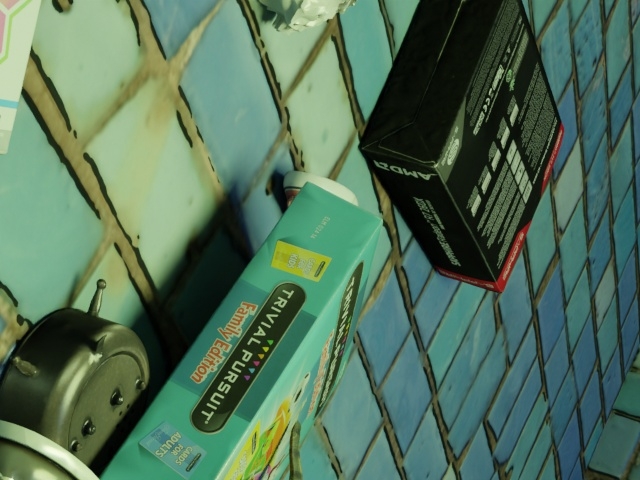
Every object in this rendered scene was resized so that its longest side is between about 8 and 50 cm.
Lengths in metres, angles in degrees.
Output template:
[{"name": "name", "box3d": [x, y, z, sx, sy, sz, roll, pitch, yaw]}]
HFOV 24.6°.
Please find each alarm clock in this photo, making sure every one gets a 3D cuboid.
[{"name": "alarm clock", "box3d": [-0.176, 0.135, 1.079, 0.129, 0.064, 0.192, -47, 148, -46]}]

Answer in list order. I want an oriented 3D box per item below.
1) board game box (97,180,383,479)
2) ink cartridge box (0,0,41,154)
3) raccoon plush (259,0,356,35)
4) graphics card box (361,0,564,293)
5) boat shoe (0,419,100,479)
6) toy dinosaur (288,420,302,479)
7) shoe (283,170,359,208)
[{"name": "board game box", "box3d": [-0.070, 0.154, 1.218, 0.336, 0.079, 0.254, -56, 167, -33]}, {"name": "ink cartridge box", "box3d": [-0.206, -0.158, 0.812, 0.109, 0.062, 0.209, 4, 101, -65]}, {"name": "raccoon plush", "box3d": [0.184, -0.274, 1.298, 0.446, 0.299, 0.216, -59, 153, -30]}, {"name": "graphics card box", "box3d": [0.171, -0.113, 1.634, 0.233, 0.094, 0.371, -67, 157, -13]}, {"name": "boat shoe", "box3d": [-0.198, 0.236, 1.035, 0.305, 0.109, 0.091, 83, 28, -49]}, {"name": "toy dinosaur", "box3d": [-0.067, 0.274, 1.150, 0.268, 0.064, 0.118, -56, 161, -45]}, {"name": "shoe", "box3d": [0.000, 0.000, 1.367, 0.178, 0.063, 0.081, 52, 53, -67]}]
